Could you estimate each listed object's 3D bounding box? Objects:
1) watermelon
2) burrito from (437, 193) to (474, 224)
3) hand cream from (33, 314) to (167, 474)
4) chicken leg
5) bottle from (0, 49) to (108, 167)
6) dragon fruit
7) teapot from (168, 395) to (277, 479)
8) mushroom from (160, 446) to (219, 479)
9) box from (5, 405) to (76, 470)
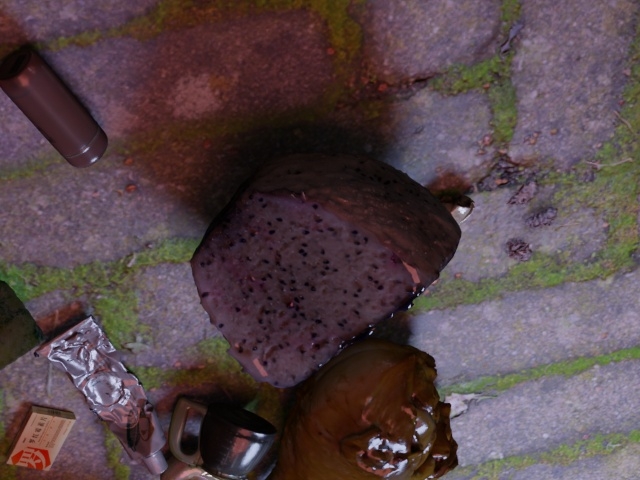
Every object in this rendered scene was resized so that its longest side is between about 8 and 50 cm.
[{"bbox_3d":[-0.377,0.123,1.706,0.098,0.121,0.158,-17,139,-33],"label":"watermelon"},{"bbox_3d":[0.114,0.015,1.810,0.041,0.045,0.185,29,113,-38],"label":"burrito"},{"bbox_3d":[-0.253,0.194,1.838,0.084,0.050,0.257,-28,124,3],"label":"hand cream"},{"bbox_3d":[0.048,0.293,1.952,0.295,0.182,0.409,9,130,-43],"label":"chicken leg"},{"bbox_3d":[-0.277,-0.136,1.561,0.053,0.053,0.140,-31,130,8],"label":"bottle"},{"bbox_3d":[0.000,0.000,1.676,0.221,0.204,0.283,42,127,-9],"label":"dragon fruit"},{"bbox_3d":[-0.125,0.254,1.896,0.092,0.124,0.091,13,101,-60],"label":"teapot"},{"bbox_3d":[-0.166,0.307,1.941,0.083,0.067,0.084,-5,134,-5],"label":"mushroom"},{"bbox_3d":[-0.349,0.247,1.869,0.058,0.015,0.093,15,121,-29],"label":"box"}]
